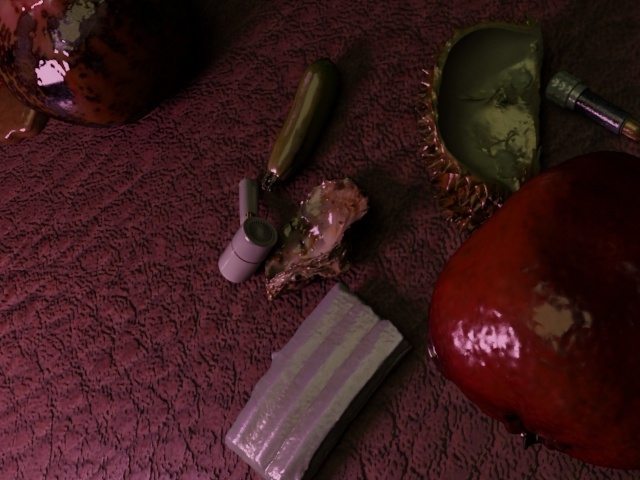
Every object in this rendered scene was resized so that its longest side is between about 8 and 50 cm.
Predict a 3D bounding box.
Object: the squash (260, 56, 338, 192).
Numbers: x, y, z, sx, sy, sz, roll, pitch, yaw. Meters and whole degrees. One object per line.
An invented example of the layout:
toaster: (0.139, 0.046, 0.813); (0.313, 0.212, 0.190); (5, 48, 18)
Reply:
squash: (-0.024, -0.142, 1.205); (0.052, 0.052, 0.183); (23, 86, 33)

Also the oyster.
oyster: (-0.006, 0.005, 1.149); (0.177, 0.056, 0.105); (-53, 46, 5)

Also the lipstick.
lipstick: (0.295, -0.139, 1.031); (0.116, 0.037, 0.037); (39, 96, 29)

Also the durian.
durian: (0.170, -0.128, 1.048); (0.139, 0.144, 0.252); (-2, 72, 17)

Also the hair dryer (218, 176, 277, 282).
hair dryer: (-0.092, -0.023, 1.208); (0.082, 0.047, 0.137); (-51, 33, 44)

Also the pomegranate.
pomegranate: (-0.325, -0.302, 1.254); (0.285, 0.340, 0.285); (-9, 70, 24)

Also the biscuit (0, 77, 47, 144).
biscuit: (-0.540, -0.247, 1.541); (0.183, 0.047, 0.320); (-46, 57, 7)

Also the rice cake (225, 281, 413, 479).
rice cake: (-0.008, 0.171, 1.106); (0.127, 0.043, 0.237); (37, 94, 34)

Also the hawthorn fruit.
hawthorn fruit: (0.256, 0.047, 0.870); (0.265, 0.265, 0.307); (21, 73, 33)
